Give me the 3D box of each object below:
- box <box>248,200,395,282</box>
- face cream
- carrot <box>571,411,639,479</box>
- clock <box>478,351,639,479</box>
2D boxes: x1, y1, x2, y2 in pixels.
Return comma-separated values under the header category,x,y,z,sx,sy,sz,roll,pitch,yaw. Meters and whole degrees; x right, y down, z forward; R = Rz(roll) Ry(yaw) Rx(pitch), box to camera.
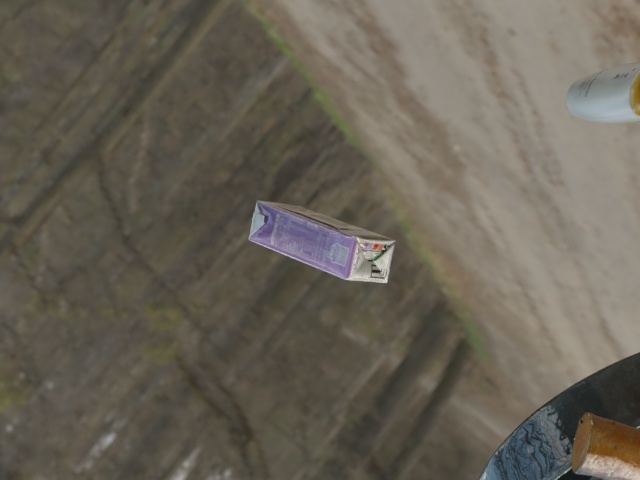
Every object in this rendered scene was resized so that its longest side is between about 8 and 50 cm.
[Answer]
category,x,y,z,sx,sy,sz,roll,pitch,yaw
box,0.000,0.000,1.196,0.117,0.036,0.051,21,-170,42
face cream,0.324,-0.158,1.634,0.051,0.072,0.182,40,170,-16
carrot,0.252,0.166,1.119,0.139,0.048,0.048,17,-177,-8
clock,0.336,0.232,1.530,0.386,0.386,0.076,39,-158,-50
